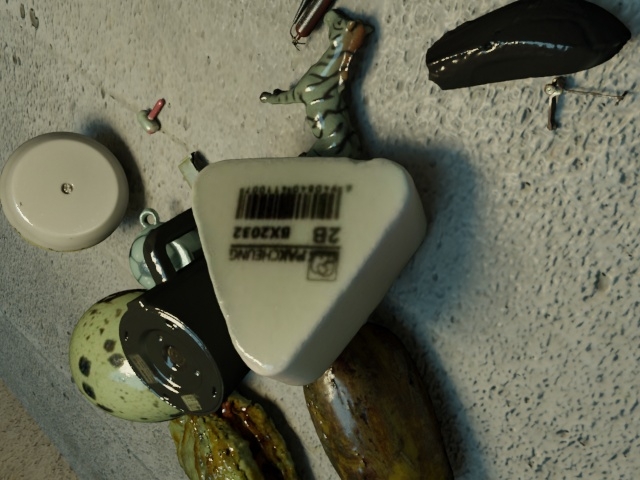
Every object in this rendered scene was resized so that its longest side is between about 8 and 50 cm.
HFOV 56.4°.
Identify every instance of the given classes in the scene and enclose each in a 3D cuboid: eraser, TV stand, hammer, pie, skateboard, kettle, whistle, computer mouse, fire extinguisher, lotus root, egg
[{"bbox_3d":[0.000,0.000,0.845,0.331,0.331,0.150,33,171,25],"label":"eraser"},{"bbox_3d":[-0.199,-0.058,1.169,0.036,0.042,0.249,-30,92,26],"label":"TV stand"},{"bbox_3d":[-0.338,-0.255,1.202,0.052,0.031,0.083,52,129,4],"label":"hammer"},{"bbox_3d":[-0.217,0.530,1.391,0.418,0.180,0.395,-22,96,53],"label":"pie"},{"bbox_3d":[0.300,-0.151,0.682,0.083,0.032,0.064,17,132,38],"label":"skateboard"},{"bbox_3d":[-0.179,0.097,1.014,0.262,0.308,0.203,40,132,6],"label":"kettle"},{"bbox_3d":[-0.306,0.068,1.249,0.163,0.163,0.290,-16,99,45],"label":"whistle"},{"bbox_3d":[0.218,-0.223,0.654,0.217,0.122,0.073,1,123,39],"label":"computer mouse"},{"bbox_3d":[-0.022,-0.329,0.872,0.046,0.032,0.100,47,124,5],"label":"fire extinguisher"},{"bbox_3d":[0.093,0.290,0.977,0.179,0.196,0.398,-23,92,41],"label":"lotus root"},{"bbox_3d":[-0.381,0.254,1.314,0.379,0.287,0.288,18,122,36],"label":"egg"}]

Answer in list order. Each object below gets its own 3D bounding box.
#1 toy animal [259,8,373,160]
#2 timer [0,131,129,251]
[{"bbox_3d":[-0.013,-0.208,0.895,0.170,0.090,0.255,18,125,31],"label":"toy animal"},{"bbox_3d":[-0.574,-0.102,1.348,0.285,0.285,0.285,20,123,34],"label":"timer"}]
